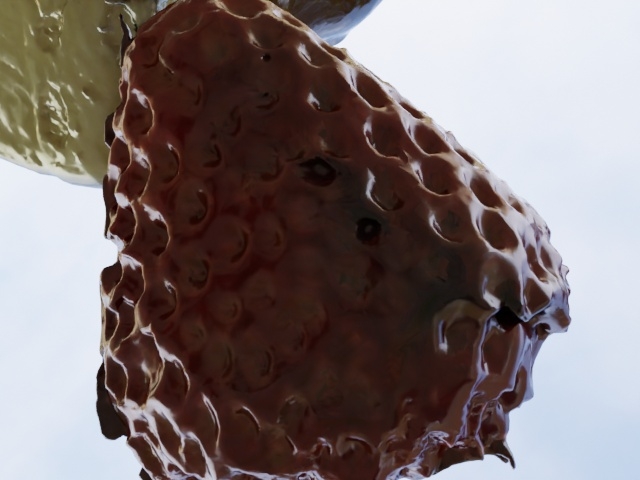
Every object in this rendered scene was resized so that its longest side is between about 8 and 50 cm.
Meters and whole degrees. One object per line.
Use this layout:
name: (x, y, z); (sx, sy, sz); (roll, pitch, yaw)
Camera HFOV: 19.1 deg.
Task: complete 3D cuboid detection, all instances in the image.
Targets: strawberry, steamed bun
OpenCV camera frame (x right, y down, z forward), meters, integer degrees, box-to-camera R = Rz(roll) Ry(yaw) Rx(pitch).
strawberry: (0.017, 0.006, 1.001); (0.253, 0.280, 0.150); (1, 178, -15)
steamed bun: (-0.163, -0.167, 1.279); (0.273, 0.232, 0.166); (21, -145, 33)

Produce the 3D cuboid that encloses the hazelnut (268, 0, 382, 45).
hazelnut: (-0.028, -0.247, 1.433); (0.229, 0.229, 0.229); (-23, -147, 16)
